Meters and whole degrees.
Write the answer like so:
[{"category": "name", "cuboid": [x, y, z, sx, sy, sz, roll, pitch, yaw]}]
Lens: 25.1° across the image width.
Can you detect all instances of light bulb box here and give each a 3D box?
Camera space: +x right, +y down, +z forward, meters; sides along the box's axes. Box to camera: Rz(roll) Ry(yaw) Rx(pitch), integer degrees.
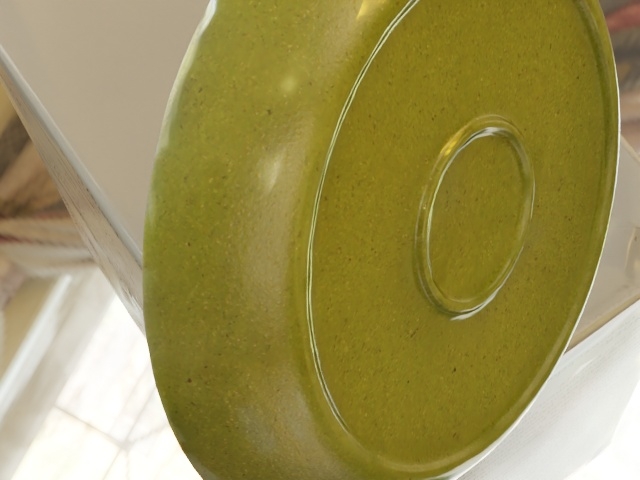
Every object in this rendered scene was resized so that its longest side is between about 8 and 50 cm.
[{"category": "light bulb box", "cuboid": [0.000, 0.000, 0.842, 0.358, 0.225, 0.361, 54, -11, 20]}]

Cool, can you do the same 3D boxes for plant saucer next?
[{"category": "plant saucer", "cuboid": [0.040, -0.011, 0.485, 0.037, 0.241, 0.241, 16, -11, 37]}]
